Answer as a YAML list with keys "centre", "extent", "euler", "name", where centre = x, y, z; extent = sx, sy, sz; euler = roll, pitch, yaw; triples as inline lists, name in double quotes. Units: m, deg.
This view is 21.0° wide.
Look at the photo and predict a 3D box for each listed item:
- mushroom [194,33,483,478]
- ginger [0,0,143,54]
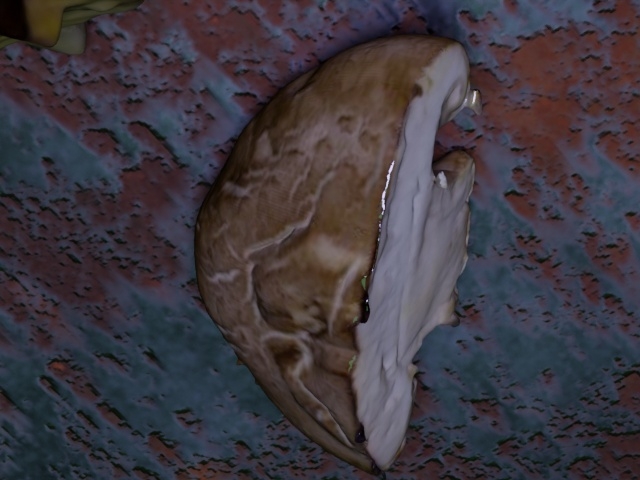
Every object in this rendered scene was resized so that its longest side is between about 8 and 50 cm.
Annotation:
- centre: [0.000, 0.000, 1.019]
  extent: [0.151, 0.156, 0.286]
  euler: [20, 123, 22]
  name: "mushroom"
- centre: [-0.301, -0.200, 0.880]
  extent: [0.413, 0.211, 0.358]
  euler: [41, 127, -10]
  name: "ginger"
